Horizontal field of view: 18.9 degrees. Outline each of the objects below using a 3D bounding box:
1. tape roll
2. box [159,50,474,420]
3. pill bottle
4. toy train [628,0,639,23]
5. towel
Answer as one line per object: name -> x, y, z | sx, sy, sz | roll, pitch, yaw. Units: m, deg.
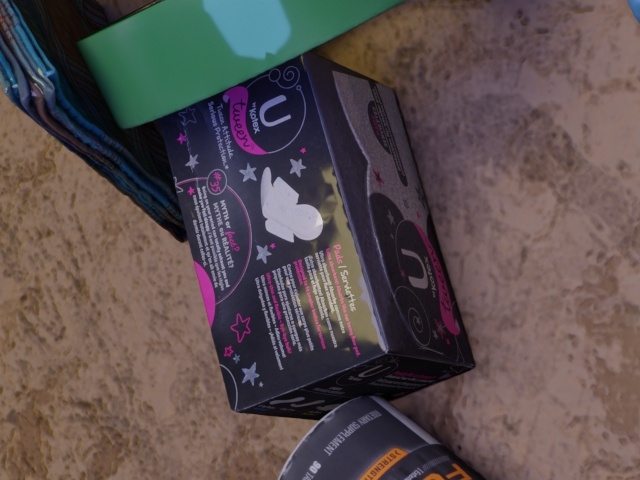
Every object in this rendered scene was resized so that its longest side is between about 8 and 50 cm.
tape roll -> -0.024, -0.187, 1.431 | 0.321, 0.321, 0.077 | -22, 101, 28
box -> 0.000, 0.000, 1.482 | 0.142, 0.163, 0.247 | -22, 73, 25
pill bottle -> 0.090, 0.232, 1.413 | 0.245, 0.130, 0.130 | 36, 103, 30
toy train -> 0.327, -0.211, 1.344 | 0.248, 0.105, 0.143 | -19, 84, 29
towel -> -0.204, -0.161, 1.521 | 0.040, 0.370, 0.271 | -28, 69, 6
